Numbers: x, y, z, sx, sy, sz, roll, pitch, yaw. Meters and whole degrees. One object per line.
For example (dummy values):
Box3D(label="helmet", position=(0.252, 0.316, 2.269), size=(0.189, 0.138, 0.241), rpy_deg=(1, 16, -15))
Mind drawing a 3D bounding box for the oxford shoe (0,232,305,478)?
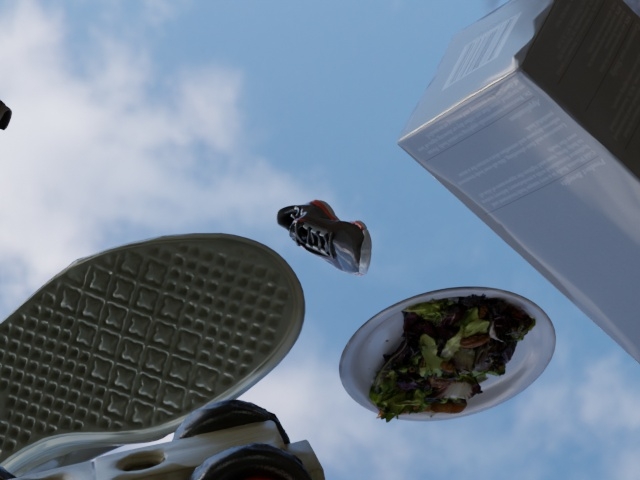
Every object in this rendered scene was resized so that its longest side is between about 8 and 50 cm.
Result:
Box3D(label="oxford shoe", position=(-0.204, 0.120, 1.311), size=(0.130, 0.449, 0.169), rpy_deg=(10, -125, -66))

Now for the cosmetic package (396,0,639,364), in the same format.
Box3D(label="cosmetic package", position=(0.178, -0.032, 0.876), size=(0.238, 0.127, 0.107), rpy_deg=(40, -123, -17))

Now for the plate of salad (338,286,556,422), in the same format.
Box3D(label="plate of salad", position=(0.117, 0.113, 1.358), size=(0.199, 0.200, 0.048), rpy_deg=(2, -133, -12))

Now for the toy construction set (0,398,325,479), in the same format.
Box3D(label="toy construction set", position=(-0.074, 0.179, 0.560), size=(0.327, 0.151, 0.215), rpy_deg=(-15, -77, -22))

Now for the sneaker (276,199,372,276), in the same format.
Box3D(label="sneaker", position=(0.000, 0.000, 1.613), size=(0.064, 0.061, 0.158), rpy_deg=(-1, -163, -28))

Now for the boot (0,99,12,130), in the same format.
Box3D(label="boot", position=(-0.376, -0.156, 1.648), size=(0.087, 0.118, 0.042), rpy_deg=(25, -160, 20))
